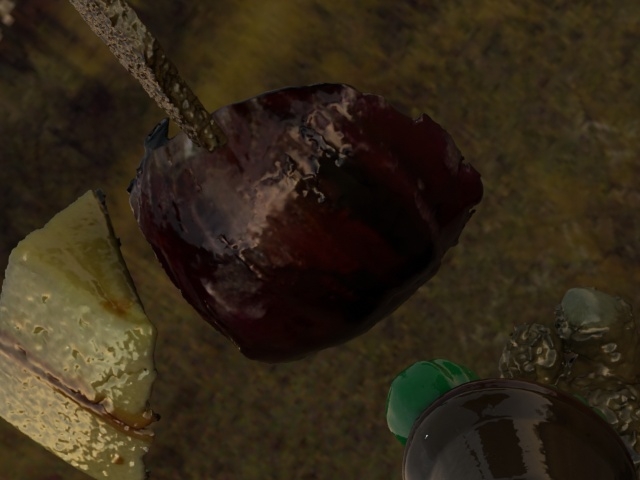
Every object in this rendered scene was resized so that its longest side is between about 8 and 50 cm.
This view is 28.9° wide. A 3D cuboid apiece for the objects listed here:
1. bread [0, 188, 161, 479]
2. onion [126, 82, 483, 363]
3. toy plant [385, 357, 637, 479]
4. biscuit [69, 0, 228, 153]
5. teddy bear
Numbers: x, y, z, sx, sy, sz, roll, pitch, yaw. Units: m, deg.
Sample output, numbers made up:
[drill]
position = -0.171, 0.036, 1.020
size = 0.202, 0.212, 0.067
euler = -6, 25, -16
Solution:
[bread]
position = -0.188, 0.100, 1.120
size = 0.135, 0.178, 0.240
euler = -43, -21, -43
[onion]
position = 0.000, 0.000, 1.108
size = 0.280, 0.314, 0.146
euler = -30, 39, 21
[toy plant]
position = 0.097, 0.117, 0.639
size = 0.105, 0.143, 0.200
euler = -61, 4, 10
[biscuit]
position = -0.151, -0.158, 0.924
size = 0.026, 0.237, 0.131
euler = -40, 7, -5
[teddy bear]
position = 0.216, 0.194, 1.185
size = 0.267, 0.256, 0.156
euler = 69, 152, 24
